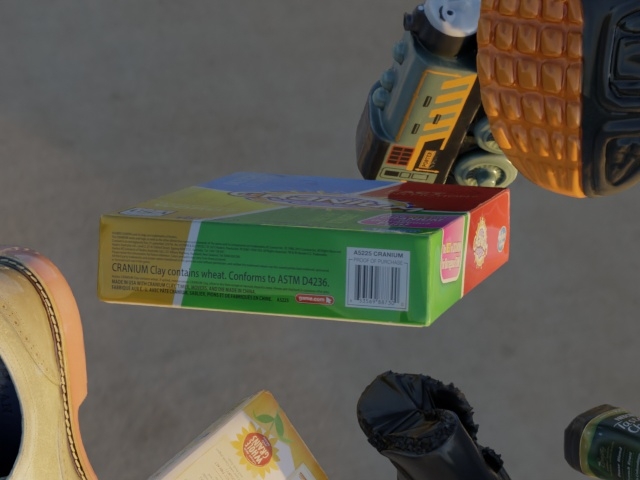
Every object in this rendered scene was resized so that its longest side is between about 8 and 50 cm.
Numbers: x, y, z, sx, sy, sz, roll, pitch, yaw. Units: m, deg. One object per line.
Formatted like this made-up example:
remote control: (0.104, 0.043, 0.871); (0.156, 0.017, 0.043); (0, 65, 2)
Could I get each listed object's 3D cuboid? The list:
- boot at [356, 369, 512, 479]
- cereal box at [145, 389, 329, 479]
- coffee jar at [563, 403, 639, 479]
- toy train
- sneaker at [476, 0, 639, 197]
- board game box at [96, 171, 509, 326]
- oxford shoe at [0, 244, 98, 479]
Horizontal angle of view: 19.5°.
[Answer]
boot: (0.104, 0.193, 1.752); (0.094, 0.207, 0.246); (-41, 29, -7)
cereal box: (-0.081, 0.258, 1.556); (0.240, 0.047, 0.173); (-37, 96, -41)
coffee jar: (0.377, 0.251, 2.179); (0.096, 0.079, 0.184); (-16, 22, -40)
toy train: (0.159, -0.170, 2.163); (0.190, 0.334, 0.142); (5, 58, -11)
sneaker: (0.132, -0.146, 0.725); (0.099, 0.262, 0.121); (15, 12, 16)
board game box: (0.000, 0.000, 1.420); (0.242, 0.064, 0.316); (4, 9, 14)
oxford shoe: (-0.230, 0.207, 1.355); (0.146, 0.140, 0.397); (-23, 100, -73)
